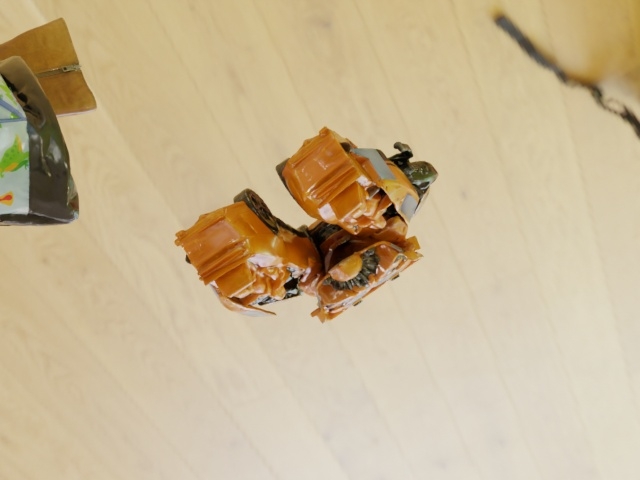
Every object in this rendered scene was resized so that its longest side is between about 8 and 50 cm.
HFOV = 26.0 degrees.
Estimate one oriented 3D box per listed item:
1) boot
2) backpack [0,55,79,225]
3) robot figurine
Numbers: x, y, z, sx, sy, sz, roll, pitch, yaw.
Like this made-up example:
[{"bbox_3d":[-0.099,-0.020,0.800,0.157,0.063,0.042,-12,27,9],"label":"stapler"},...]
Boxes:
[{"bbox_3d":[-0.461,-0.271,1.920,0.280,0.264,0.096,-26,180,-40],"label":"boot"},{"bbox_3d":[-0.481,-0.118,1.538,0.355,0.290,0.273,-16,121,-16],"label":"backpack"},{"bbox_3d":[0.000,0.000,1.131,0.211,0.085,0.291,-35,163,9],"label":"robot figurine"}]
